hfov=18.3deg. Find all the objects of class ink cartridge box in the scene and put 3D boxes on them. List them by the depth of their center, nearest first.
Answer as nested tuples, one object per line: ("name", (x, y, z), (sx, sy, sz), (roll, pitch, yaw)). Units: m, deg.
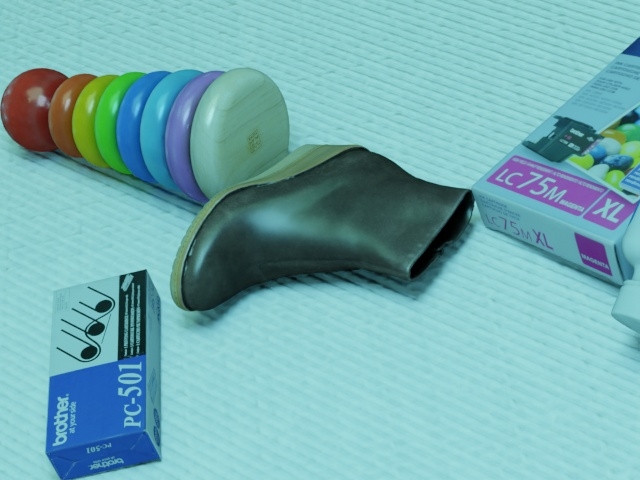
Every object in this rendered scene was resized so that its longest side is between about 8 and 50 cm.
("ink cartridge box", (-0.200, 0.122, 1.850), (0.097, 0.046, 0.207), (-13, 43, 8))
("ink cartridge box", (0.312, -0.098, 1.874), (0.311, 0.065, 0.186), (-39, 40, -24))

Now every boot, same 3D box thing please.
("boot", (0.000, 0.000, 1.871), (0.207, 0.090, 0.248), (20, 52, 37))

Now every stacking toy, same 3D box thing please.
("stacking toy", (-0.200, -0.118, 2.045), (0.330, 0.141, 0.141), (9, 49, 34))

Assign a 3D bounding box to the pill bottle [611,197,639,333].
("pill bottle", (0.334, -0.019, 1.710), (0.124, 0.124, 0.221), (21, 83, 35))
